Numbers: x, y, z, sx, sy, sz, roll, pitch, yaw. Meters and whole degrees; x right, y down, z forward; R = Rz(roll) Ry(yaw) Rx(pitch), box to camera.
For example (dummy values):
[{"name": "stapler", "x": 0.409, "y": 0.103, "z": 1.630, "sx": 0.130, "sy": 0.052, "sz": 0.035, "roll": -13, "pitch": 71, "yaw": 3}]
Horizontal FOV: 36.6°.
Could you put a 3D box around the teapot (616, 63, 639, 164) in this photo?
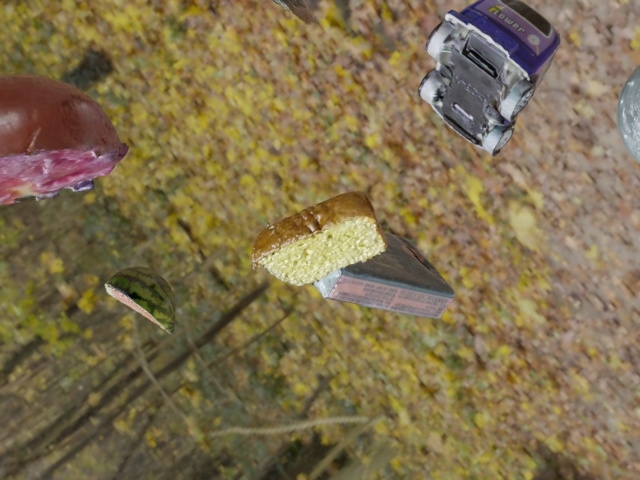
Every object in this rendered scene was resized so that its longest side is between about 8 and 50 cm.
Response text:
[{"name": "teapot", "x": 0.495, "y": -0.165, "z": 1.346, "sx": 0.183, "sy": 0.183, "sz": 0.251, "roll": 52, "pitch": -175, "yaw": 6}]

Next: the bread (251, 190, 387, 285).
[{"name": "bread", "x": 0.000, "y": 0.000, "z": 1.341, "sx": 0.103, "sy": 0.187, "sz": 0.065, "roll": 42, "pitch": -153, "yaw": -47}]

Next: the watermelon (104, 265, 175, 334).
[{"name": "watermelon", "x": -0.329, "y": 0.097, "z": 1.731, "sx": 0.163, "sy": 0.087, "sz": 0.069, "roll": 27, "pitch": -164, "yaw": 24}]

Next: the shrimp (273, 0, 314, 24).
[{"name": "shrimp", "x": -0.113, "y": -0.575, "z": 2.126, "sx": 0.262, "sy": 0.051, "sz": 0.198, "roll": 50, "pitch": -167, "yaw": 5}]

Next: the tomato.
[{"name": "tomato", "x": -0.449, "y": -0.154, "z": 1.371, "sx": 0.290, "sy": 0.335, "sz": 0.176, "roll": 152, "pitch": 103, "yaw": -77}]

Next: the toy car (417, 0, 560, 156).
[{"name": "toy car", "x": 0.264, "y": -0.255, "z": 1.479, "sx": 0.172, "sy": 0.158, "sz": 0.235, "roll": 43, "pitch": 155, "yaw": 18}]

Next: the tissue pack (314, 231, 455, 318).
[{"name": "tissue pack", "x": 0.107, "y": 0.059, "z": 2.081, "sx": 0.316, "sy": 0.103, "sz": 0.228, "roll": 13, "pitch": -155, "yaw": -34}]
